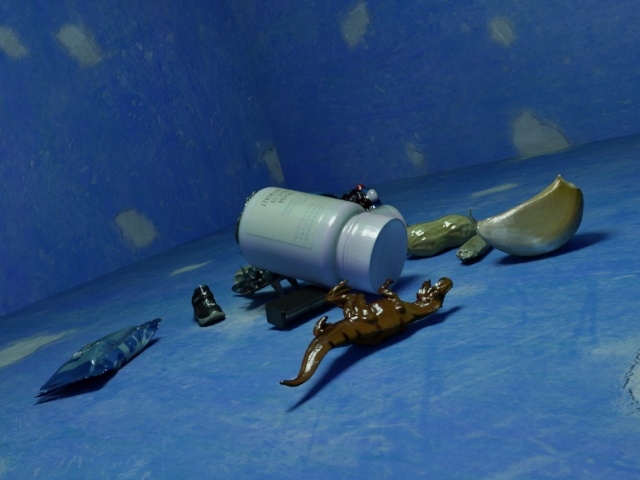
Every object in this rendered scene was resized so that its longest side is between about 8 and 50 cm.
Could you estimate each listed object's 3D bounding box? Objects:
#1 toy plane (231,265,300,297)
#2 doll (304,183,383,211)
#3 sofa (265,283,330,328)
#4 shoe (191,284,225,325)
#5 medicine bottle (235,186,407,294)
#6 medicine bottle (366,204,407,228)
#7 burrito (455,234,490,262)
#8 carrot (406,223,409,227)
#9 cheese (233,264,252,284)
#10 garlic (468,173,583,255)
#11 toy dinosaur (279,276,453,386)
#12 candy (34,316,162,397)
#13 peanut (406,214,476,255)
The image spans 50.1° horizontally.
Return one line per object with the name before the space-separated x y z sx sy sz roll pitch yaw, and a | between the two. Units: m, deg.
toy plane | -0.170 0.108 1.907 0.223 0.104 0.326 -24 12 -38
doll | 0.036 -0.047 2.092 0.310 0.240 0.284 -21 -25 -11
sofa | -0.045 0.158 1.574 0.147 0.060 0.085 -21 22 -37
shoe | -0.309 0.165 1.825 0.071 0.099 0.169 -17 10 -21
medicine bottle | 0.000 0.000 1.650 0.379 0.213 0.214 14 25 32
medicine bottle | 0.100 0.007 1.881 0.254 0.152 0.152 -20 10 -26
burrito | 0.381 0.015 1.681 0.058 0.044 0.188 -18 8 36
carrot | 0.225 -0.042 2.234 0.072 0.072 0.205 -22 13 -30
cheese | -0.166 0.092 2.125 0.137 0.064 0.227 -7 12 40
garlic | 0.467 -0.044 1.527 0.245 0.164 0.145 -22 22 6
toy dinosaur | 0.053 0.159 1.268 0.432 0.097 0.208 -26 22 -31
candy | -0.520 0.274 1.641 0.187 0.077 0.331 -21 7 16
peanut | 0.317 -0.014 1.828 0.215 0.090 0.098 -17 16 -3
